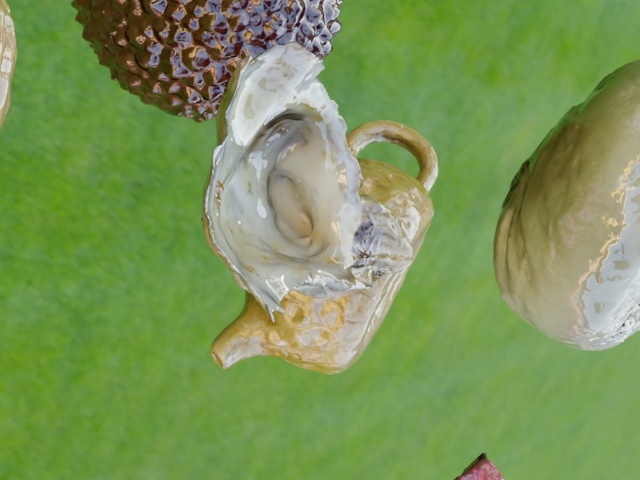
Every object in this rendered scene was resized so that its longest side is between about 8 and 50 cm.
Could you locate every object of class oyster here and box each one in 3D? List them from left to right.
[{"bbox_3d":[-0.024,-0.024,0.991,0.232,0.107,0.162,32,74,-61],"label":"oyster"}]

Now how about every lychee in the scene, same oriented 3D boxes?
[{"bbox_3d":[-0.109,-0.246,1.500,0.264,0.300,0.264,-11,111,-30],"label":"lychee"}]

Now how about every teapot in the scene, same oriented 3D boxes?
[{"bbox_3d":[0.000,0.000,1.444,0.311,0.167,0.203,-58,171,-27],"label":"teapot"}]

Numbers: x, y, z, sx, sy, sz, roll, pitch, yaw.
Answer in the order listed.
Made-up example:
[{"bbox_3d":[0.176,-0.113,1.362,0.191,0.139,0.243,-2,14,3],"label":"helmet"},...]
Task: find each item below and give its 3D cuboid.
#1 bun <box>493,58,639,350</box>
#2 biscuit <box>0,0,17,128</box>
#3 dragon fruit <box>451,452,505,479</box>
[{"bbox_3d":[0.241,-0.034,1.262,0.273,0.168,0.273,-47,163,-19],"label":"bun"},{"bbox_3d":[-0.263,-0.027,0.642,0.051,0.269,0.376,92,10,-67],"label":"biscuit"},{"bbox_3d":[-0.004,0.226,0.705,0.261,0.189,0.163,-27,133,-25],"label":"dragon fruit"}]
